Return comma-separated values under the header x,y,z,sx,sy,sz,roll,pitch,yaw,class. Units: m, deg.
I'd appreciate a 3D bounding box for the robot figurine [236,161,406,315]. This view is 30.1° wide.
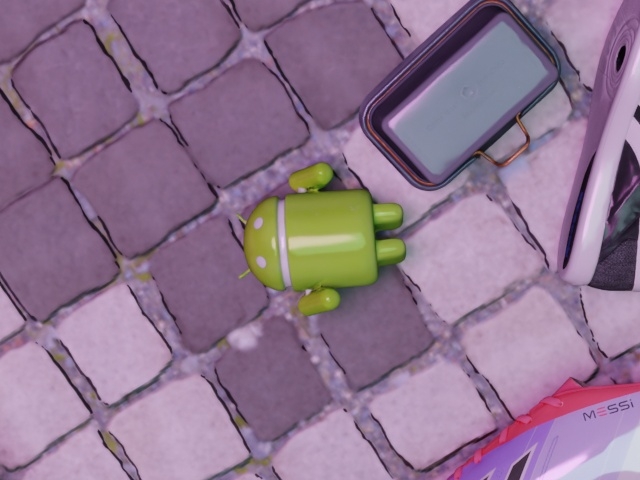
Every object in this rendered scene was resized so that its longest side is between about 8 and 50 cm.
x,y,z,sx,sy,sz,roll,pitch,yaw,class
0.000,0.000,0.809,0.115,0.067,0.101,-4,82,4,robot figurine

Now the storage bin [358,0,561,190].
x,y,z,sx,sy,sz,roll,pitch,yaw,class
0.098,-0.089,0.779,0.135,0.091,0.098,-42,96,9,storage bin

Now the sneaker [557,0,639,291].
x,y,z,sx,sy,sz,roll,pitch,yaw,class
0.241,-0.065,0.790,0.121,0.079,0.217,11,108,-3,sneaker

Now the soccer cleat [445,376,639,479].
x,y,z,sx,sy,sz,roll,pitch,yaw,class
0.158,0.163,0.826,0.318,0.108,0.116,-24,78,8,soccer cleat
